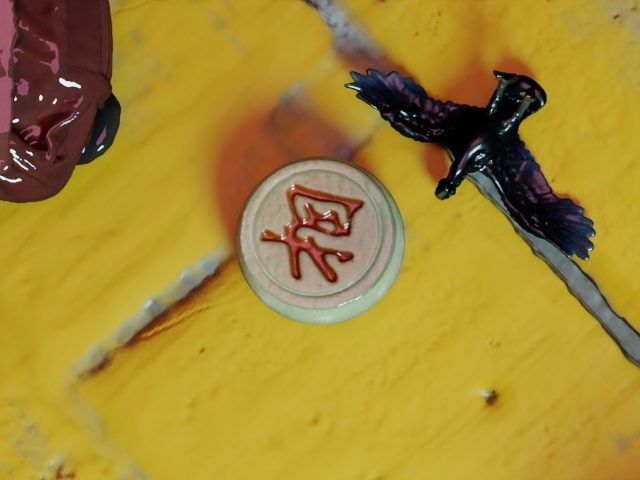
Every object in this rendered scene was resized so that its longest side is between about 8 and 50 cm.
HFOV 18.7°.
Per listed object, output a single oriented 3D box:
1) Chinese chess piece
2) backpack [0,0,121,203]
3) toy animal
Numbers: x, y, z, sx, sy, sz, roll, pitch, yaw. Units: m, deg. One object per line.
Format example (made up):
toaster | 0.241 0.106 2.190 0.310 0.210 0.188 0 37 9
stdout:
Chinese chess piece | 0.000 0.000 1.394 0.122 0.051 0.122 -1 78 3
backpack | -0.251 -0.142 1.395 0.229 0.139 0.229 -1 82 5
toy animal | 0.119 -0.073 1.407 0.220 0.062 0.108 34 99 9
